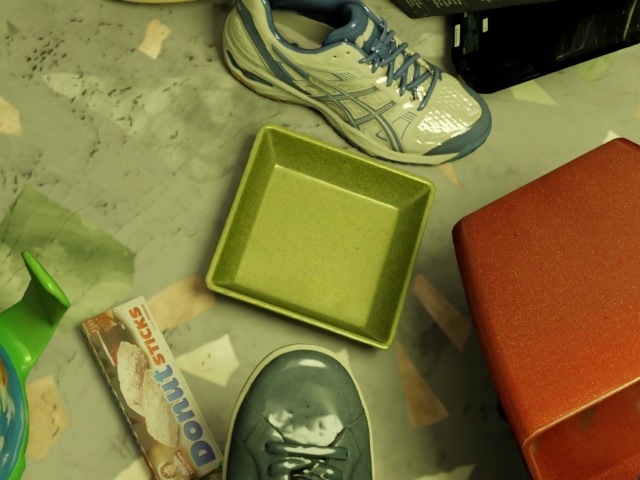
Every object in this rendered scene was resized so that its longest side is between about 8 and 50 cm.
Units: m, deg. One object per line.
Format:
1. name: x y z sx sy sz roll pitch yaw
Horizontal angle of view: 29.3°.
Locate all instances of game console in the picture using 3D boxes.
1. game console: 0.248 -0.327 1.324 0.044 0.213 0.361 40 45 -43

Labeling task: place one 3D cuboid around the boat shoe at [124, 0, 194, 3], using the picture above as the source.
1. boat shoe: -0.083 -0.338 1.238 0.341 0.123 0.123 -9 58 7

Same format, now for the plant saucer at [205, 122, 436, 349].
1. plant saucer: 0.000 0.000 1.202 0.188 0.045 0.188 20 66 -4

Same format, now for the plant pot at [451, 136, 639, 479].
1. plant pot: 0.258 0.073 1.095 0.267 0.267 0.236 -28 55 0

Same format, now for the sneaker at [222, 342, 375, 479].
1. sneaker: -0.014 0.257 0.945 0.131 0.148 0.350 3 87 -9

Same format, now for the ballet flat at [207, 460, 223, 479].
1. ballet flat: 0.051 0.268 1.076 0.315 0.107 0.106 10 74 -6

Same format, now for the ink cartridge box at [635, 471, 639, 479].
1. ink cartridge box: 0.304 0.339 1.052 0.185 0.065 0.311 24 107 -2

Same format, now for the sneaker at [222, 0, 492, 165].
1. sneaker: 0.043 -0.171 1.235 0.296 0.131 0.112 20 64 -5

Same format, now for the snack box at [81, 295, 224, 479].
1. snack box: -0.155 0.141 1.126 0.064 0.022 0.178 -23 74 -21

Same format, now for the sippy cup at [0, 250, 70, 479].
1. sippy cup: -0.355 0.127 0.981 0.240 0.224 0.306 17 67 -4

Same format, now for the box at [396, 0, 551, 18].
1. box: 0.172 -0.331 1.276 0.108 0.207 0.153 42 59 -41
